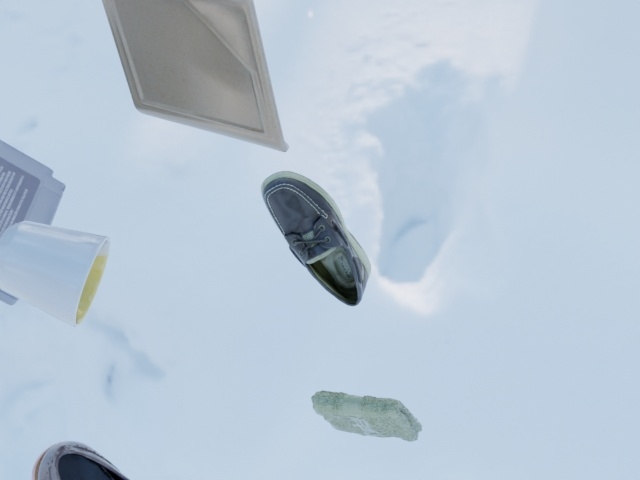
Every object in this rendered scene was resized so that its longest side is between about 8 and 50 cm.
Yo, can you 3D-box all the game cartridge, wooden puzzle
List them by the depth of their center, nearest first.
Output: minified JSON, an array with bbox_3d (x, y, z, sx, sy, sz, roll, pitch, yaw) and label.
[{"bbox_3d":[-0.145,-0.214,1.439,0.221,0.238,0.044,17,54,29],"label":"wooden puzzle"},{"bbox_3d":[-0.450,-0.046,1.655,0.196,0.060,0.294,35,25,-17],"label":"game cartridge"}]

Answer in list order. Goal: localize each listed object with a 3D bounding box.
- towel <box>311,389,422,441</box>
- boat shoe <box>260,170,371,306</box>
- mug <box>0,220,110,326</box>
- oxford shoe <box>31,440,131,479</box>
[{"bbox_3d":[0.054,0.202,1.435,0.110,0.148,0.027,4,70,15],"label":"towel"},{"bbox_3d":[-0.001,0.001,1.691,0.080,0.223,0.073,-27,35,17],"label":"boat shoe"},{"bbox_3d":[-0.179,0.023,0.826,0.064,0.078,0.062,19,36,-1],"label":"mug"},{"bbox_3d":[-0.174,0.303,1.231,0.271,0.098,0.097,43,69,-5],"label":"oxford shoe"}]
